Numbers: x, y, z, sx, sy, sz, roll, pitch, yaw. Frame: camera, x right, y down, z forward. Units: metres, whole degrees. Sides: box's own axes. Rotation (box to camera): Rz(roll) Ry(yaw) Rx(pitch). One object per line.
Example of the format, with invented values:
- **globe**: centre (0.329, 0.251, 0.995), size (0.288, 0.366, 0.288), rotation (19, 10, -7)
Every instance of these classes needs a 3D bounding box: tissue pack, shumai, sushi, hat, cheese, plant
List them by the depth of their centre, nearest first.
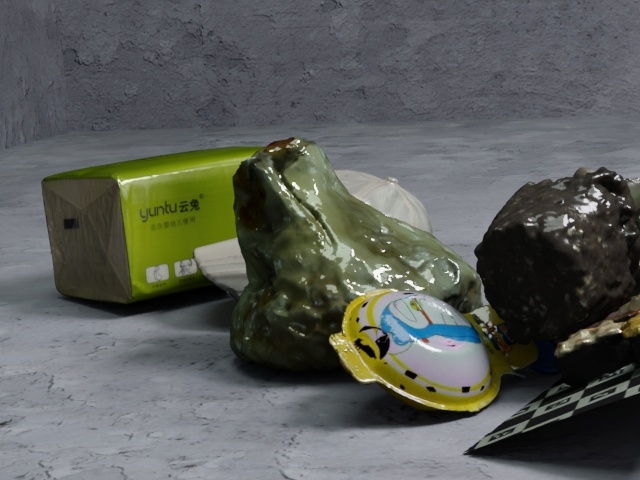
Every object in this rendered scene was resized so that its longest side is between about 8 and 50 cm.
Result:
- **sushi**: centre (0.243, 0.086, 1.141), size (0.193, 0.043, 0.279), rotation (-25, -3, 32)
- **cheese**: centre (0.118, 0.093, 1.233), size (0.250, 0.064, 0.156), rotation (0, 41, -38)
- **plant**: centre (0.229, 0.005, 1.270), size (0.142, 0.131, 0.203), rotation (-12, 19, 44)
- **shumai**: centre (0.027, 0.010, 1.365), size (0.261, 0.221, 0.225), rotation (3, 12, 13)
- **hat**: centre (-0.008, 0.004, 1.586), size (0.275, 0.161, 0.232), rotation (-7, 7, -1)
- **tissue pack**: centre (-0.176, -0.025, 1.735), size (0.275, 0.167, 0.200), rotation (-10, 7, -37)

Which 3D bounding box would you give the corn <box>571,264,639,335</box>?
- **corn**: centre (0.360, 0.024, 1.428), size (0.335, 0.126, 0.126), rotation (-7, 11, -15)
